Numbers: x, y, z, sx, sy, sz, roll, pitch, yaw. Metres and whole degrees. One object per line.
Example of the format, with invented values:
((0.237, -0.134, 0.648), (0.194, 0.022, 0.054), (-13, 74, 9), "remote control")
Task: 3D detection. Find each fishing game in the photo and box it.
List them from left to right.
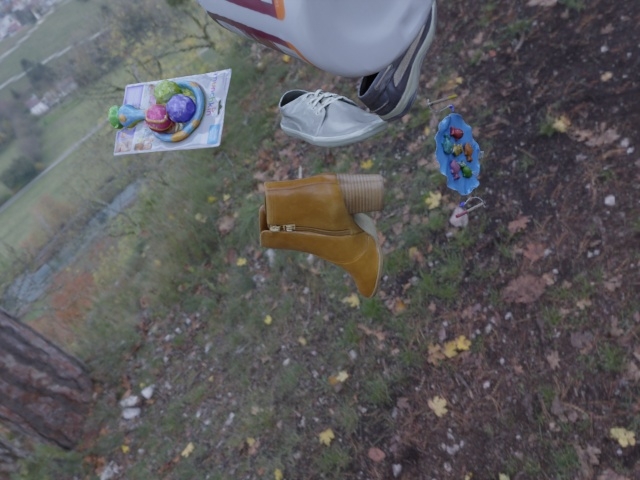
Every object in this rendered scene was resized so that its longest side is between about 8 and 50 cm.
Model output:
((0.312, -0.189, 1.275), (0.041, 0.264, 0.189), (-9, 8, 42), "fishing game")

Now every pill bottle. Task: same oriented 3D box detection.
((-0.048, -0.383, 0.808), (0.224, 0.224, 0.392), (-41, 46, -11), "pill bottle")

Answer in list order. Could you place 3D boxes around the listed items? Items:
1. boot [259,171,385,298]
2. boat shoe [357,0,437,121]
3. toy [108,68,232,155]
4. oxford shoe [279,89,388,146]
((0.000, 0.000, 1.023), (0.211, 0.295, 0.104), (-6, 44, -3), "boot")
((0.174, -0.460, 1.356), (0.132, 0.130, 0.355), (-5, 70, 55), "boat shoe")
((-0.267, -0.220, 0.978), (0.237, 0.056, 0.136), (0, 77, 31), "toy")
((0.013, -0.351, 1.625), (0.169, 0.130, 0.449), (-25, 28, -25), "oxford shoe")
